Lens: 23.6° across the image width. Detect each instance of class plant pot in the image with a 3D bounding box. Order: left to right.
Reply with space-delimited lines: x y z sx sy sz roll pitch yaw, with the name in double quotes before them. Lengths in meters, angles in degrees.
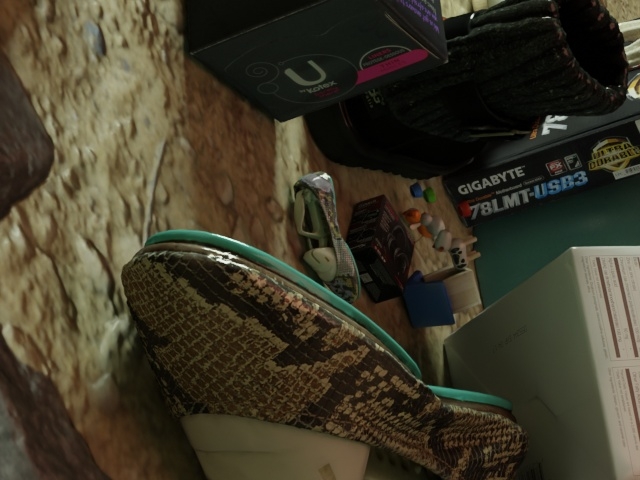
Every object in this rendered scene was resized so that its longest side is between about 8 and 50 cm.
"plant pot" 0.337 0.042 1.671 0.293 0.235 0.293 43 37 -46

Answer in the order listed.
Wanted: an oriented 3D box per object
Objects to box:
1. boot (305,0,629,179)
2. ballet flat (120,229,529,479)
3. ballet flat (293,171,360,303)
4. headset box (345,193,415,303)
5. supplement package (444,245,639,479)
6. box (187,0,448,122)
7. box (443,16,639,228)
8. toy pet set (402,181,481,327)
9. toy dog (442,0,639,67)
"boot" 0.167 -0.148 1.425 0.348 0.260 0.131 -17 89 -64
"ballet flat" 0.019 0.151 1.088 0.483 0.164 0.182 35 61 -55
"ballet flat" 0.000 0.000 1.267 0.041 0.041 0.114 0 74 -63
"headset box" 0.054 0.005 1.367 0.062 0.032 0.083 56 31 -29
"supplement package" 0.240 0.142 1.352 0.145 0.262 0.204 -1 70 -20
"box" -0.009 -0.260 1.259 0.143 0.165 0.270 35 45 -52
"box" 0.300 -0.147 1.654 0.073 0.293 0.295 64 27 -21
"toy pet set" 0.097 0.016 1.418 0.122 0.065 0.114 -153 -135 -68
"toy dog" 0.229 -0.276 1.709 0.161 0.220 0.333 63 2 -21
